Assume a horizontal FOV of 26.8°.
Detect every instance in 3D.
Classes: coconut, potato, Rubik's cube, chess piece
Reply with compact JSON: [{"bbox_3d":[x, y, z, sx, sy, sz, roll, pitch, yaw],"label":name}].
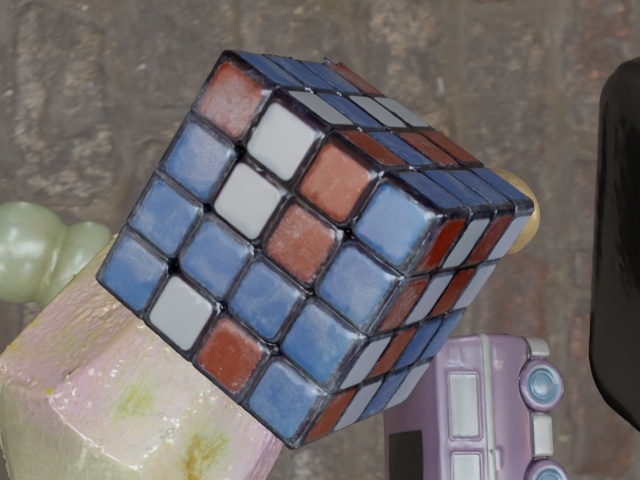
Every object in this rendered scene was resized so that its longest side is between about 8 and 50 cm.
[{"bbox_3d":[-0.143,0.136,1.079,0.233,0.233,0.245,46,61,-19],"label":"coconut"},{"bbox_3d":[0.222,-0.042,1.720,0.112,0.147,0.112,-4,103,-19],"label":"potato"},{"bbox_3d":[0.000,0.000,0.452,0.092,0.092,0.092,-58,161,18],"label":"Rubik's cube"},{"bbox_3d":[-0.283,0.053,1.713,0.330,0.182,0.182,21,78,-11],"label":"chess piece"}]

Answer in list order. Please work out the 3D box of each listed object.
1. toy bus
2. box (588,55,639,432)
[{"bbox_3d":[0.139,0.193,1.268,0.142,0.142,0.203,4,77,-26],"label":"toy bus"},{"bbox_3d":[0.274,0.052,0.840,0.073,0.289,0.290,-21,127,-21],"label":"box"}]
